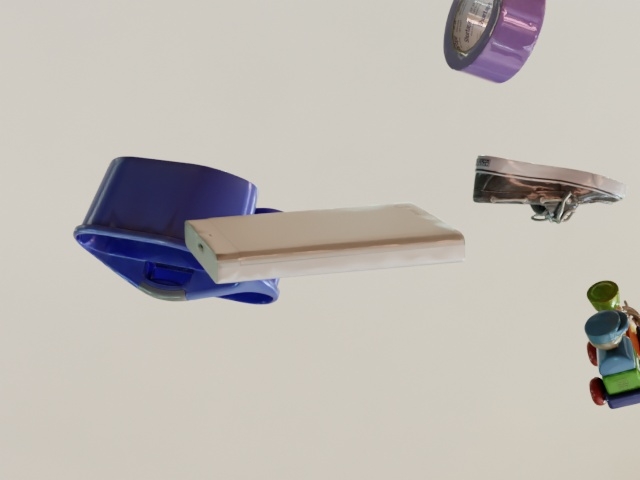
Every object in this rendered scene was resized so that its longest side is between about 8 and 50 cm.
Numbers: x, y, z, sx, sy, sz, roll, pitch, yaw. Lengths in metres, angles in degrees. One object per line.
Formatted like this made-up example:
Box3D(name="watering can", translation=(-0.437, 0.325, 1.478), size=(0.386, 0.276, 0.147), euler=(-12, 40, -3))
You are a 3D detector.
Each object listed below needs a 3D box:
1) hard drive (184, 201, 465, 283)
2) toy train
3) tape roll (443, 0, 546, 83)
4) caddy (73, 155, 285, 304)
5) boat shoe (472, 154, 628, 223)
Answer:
Box3D(name="hard drive", translation=(0.000, 0.000, 1.626), size=(0.307, 0.040, 0.203), euler=(-5, -165, -16))
Box3D(name="toy train", translation=(0.429, 0.115, 1.902), size=(0.105, 0.143, 0.248), euler=(-16, -148, 19))
Box3D(name="tape roll", translation=(0.278, -0.353, 2.094), size=(0.080, 0.189, 0.189), euler=(14, -146, -21))
Box3D(name="caddy", translation=(-0.205, 0.005, 1.930), size=(0.341, 0.179, 0.241), euler=(8, 162, 34))
Box3D(name="boat shoe", translation=(0.422, -0.084, 2.389), size=(0.306, 0.105, 0.113), euler=(8, -177, -24))
